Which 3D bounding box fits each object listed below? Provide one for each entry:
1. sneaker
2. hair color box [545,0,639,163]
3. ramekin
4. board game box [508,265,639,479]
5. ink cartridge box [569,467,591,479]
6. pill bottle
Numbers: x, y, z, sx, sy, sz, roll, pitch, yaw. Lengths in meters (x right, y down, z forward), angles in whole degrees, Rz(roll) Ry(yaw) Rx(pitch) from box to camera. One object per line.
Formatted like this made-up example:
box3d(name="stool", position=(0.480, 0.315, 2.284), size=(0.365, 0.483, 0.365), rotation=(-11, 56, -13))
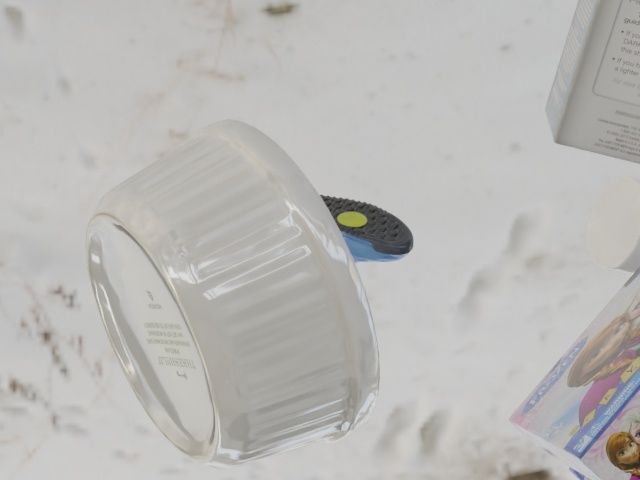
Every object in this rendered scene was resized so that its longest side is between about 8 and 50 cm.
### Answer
box3d(name="sneaker", position=(0.000, 0.000, 1.554), size=(0.209, 0.069, 0.082), rotation=(13, 120, 22))
box3d(name="hair color box", position=(0.364, -0.261, 1.448), size=(0.185, 0.113, 0.374), rotation=(14, 113, -2))
box3d(name="ramekin", position=(-0.080, 0.052, 1.152), size=(0.127, 0.273, 0.273), rotation=(-23, 148, -25))
box3d(name="board game box", position=(0.349, 0.104, 1.525), size=(0.066, 0.318, 0.318), rotation=(42, 86, -3))
box3d(name="ink cartridge box", position=(0.433, 0.277, 1.950), size=(0.065, 0.311, 0.185), rotation=(9, 99, -18))
box3d(name="pill bottle", position=(0.494, 0.005, 1.952), size=(0.265, 0.153, 0.153), rotation=(14, 137, -24))
